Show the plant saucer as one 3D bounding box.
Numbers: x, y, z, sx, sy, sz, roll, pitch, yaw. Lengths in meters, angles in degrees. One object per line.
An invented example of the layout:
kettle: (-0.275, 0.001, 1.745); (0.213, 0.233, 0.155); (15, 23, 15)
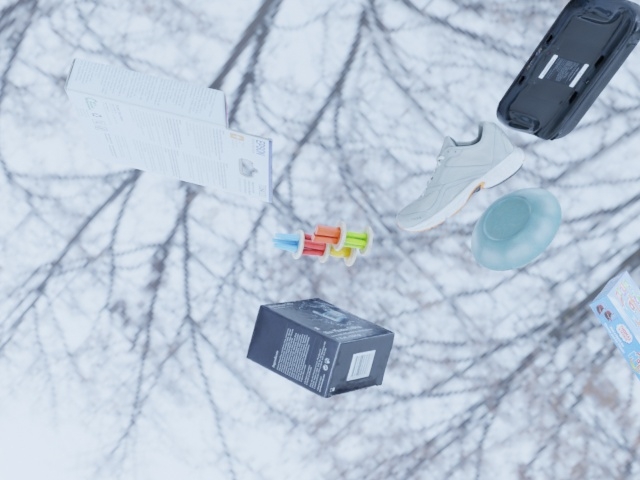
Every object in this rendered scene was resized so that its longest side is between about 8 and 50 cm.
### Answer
plant saucer: (0.363, -0.032, 2.372); (0.037, 0.195, 0.195); (45, -160, -38)

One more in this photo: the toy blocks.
toy blocks: (0.000, 0.000, 2.147); (0.148, 0.123, 0.054); (8, -109, -19)

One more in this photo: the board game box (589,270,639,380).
board game box: (0.508, 0.161, 1.949); (0.212, 0.039, 0.160); (56, -153, 3)

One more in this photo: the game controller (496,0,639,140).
game controller: (0.453, -0.312, 2.265); (0.166, 0.319, 0.067); (17, -141, -19)

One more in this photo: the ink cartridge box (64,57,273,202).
ink cartridge box: (-0.229, -0.174, 2.036); (0.330, 0.072, 0.324); (13, 164, 1)

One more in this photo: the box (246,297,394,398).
box: (0.001, 0.160, 1.898); (0.158, 0.093, 0.156); (22, -166, 32)

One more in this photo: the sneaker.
sneaker: (0.234, -0.122, 2.268); (0.121, 0.262, 0.099); (52, -169, -15)
